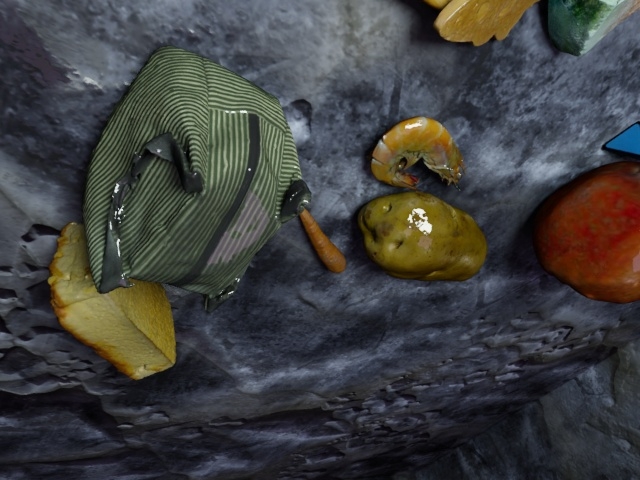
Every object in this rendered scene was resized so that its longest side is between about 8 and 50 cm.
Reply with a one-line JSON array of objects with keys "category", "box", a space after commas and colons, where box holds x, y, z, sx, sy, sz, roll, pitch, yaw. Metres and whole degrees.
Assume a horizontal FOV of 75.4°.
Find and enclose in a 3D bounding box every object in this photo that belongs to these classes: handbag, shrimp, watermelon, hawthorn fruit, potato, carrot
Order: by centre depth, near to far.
[{"category": "handbag", "box": [-0.187, -0.064, 0.601, 0.247, 0.240, 0.340, 21, 123, -41]}, {"category": "watermelon", "box": [0.469, -0.382, 0.612, 0.241, 0.094, 0.154, -35, 156, 10]}, {"category": "shrimp", "box": [0.193, -0.144, 0.771, 0.249, 0.068, 0.150, 19, 137, -38]}, {"category": "carrot", "box": [0.000, 0.000, 0.878, 0.048, 0.048, 0.216, -27, 132, 9]}, {"category": "potato", "box": [0.235, 0.012, 0.892, 0.369, 0.176, 0.195, 20, 102, -39]}, {"category": "hawthorn fruit", "box": [0.646, -0.024, 0.905, 0.308, 0.308, 0.324, 18, 124, -33]}]

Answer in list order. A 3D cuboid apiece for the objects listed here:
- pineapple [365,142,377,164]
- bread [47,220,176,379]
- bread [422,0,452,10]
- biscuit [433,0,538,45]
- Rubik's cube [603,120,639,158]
[{"category": "pineapple", "box": [0.123, -0.170, 0.761, 0.083, 0.019, 0.045, -25, 143, 5]}, {"category": "bread", "box": [-0.370, 0.113, 0.758, 0.114, 0.184, 0.274, -18, 139, -7]}, {"category": "bread", "box": [0.116, -0.377, 0.501, 0.200, 0.077, 0.116, 14, 127, -33]}, {"category": "biscuit", "box": [0.252, -0.339, 0.575, 0.250, 0.035, 0.162, -31, 157, -18]}, {"category": "Rubik's cube", "box": [0.763, -0.268, 0.863, 0.250, 0.284, 0.234, 17, 112, 8]}]
